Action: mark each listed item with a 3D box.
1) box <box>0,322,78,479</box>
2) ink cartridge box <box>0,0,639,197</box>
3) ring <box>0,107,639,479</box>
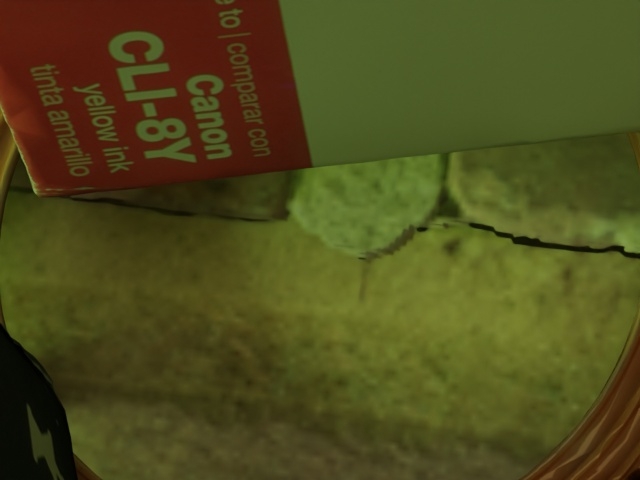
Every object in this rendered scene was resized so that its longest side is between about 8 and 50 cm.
[{"bbox_3d":[-0.283,0.238,0.399,0.472,0.297,0.480,-20,53,5],"label":"box"},{"bbox_3d":[0.083,-0.182,0.615,0.385,0.160,0.279,-6,55,4],"label":"ink cartridge box"},{"bbox_3d":[0.000,0.000,0.658,0.337,0.032,0.336,-3,67,6],"label":"ring"}]
